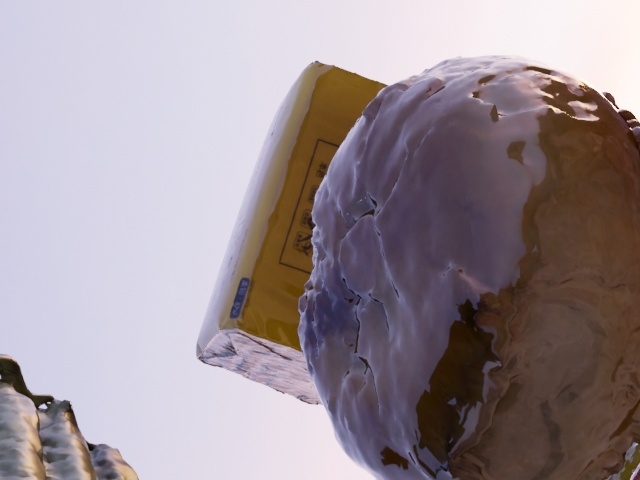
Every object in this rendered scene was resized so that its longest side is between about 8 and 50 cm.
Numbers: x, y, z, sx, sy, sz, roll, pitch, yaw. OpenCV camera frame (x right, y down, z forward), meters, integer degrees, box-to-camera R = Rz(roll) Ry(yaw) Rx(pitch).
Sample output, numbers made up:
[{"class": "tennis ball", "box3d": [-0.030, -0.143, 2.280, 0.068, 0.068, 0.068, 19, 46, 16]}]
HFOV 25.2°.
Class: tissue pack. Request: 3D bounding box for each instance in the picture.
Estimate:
[{"class": "tissue pack", "box3d": [0.000, 0.000, 1.907, 0.293, 0.228, 0.381, 128, 159, -72]}]

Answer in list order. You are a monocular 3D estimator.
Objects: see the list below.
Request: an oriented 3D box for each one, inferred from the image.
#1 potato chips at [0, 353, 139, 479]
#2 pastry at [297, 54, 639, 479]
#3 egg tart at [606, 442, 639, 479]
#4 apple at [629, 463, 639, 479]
[{"class": "potato chips", "box3d": [-0.170, 0.203, 0.918, 0.070, 0.358, 0.429, -47, 23, 6]}, {"class": "pastry", "box3d": [0.145, 0.042, 1.212, 0.245, 0.409, 0.409, 3, -72, -25]}, {"class": "egg tart", "box3d": [0.476, 0.313, 1.800, 0.443, 0.178, 0.443, -24, -31, -15]}, {"class": "apple", "box3d": [0.337, 0.249, 1.269, 0.146, 0.147, 0.146, 17, -90, -71]}]
